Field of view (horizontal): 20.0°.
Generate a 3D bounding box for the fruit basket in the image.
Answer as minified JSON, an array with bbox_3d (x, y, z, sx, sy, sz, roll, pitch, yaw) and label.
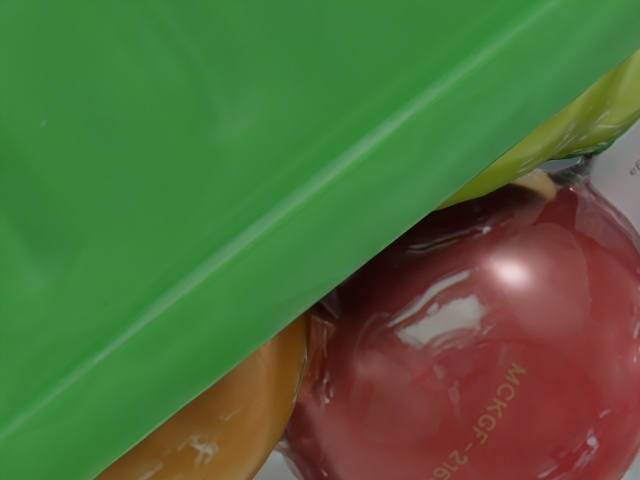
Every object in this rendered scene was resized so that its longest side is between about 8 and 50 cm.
[{"bbox_3d":[0.000,0.000,0.497,0.165,0.327,0.353,52,1,43],"label":"fruit basket"}]
